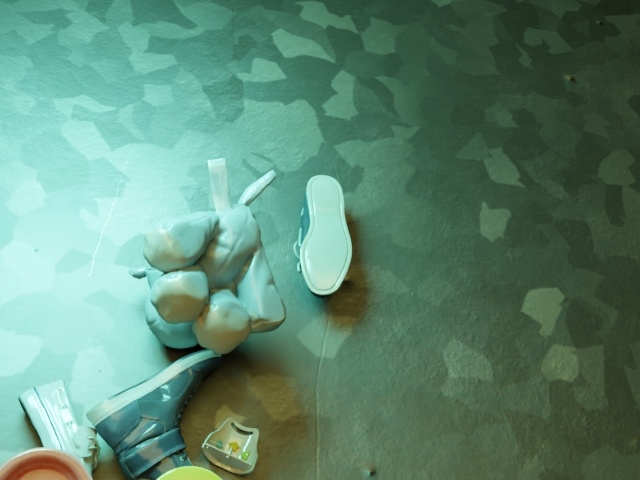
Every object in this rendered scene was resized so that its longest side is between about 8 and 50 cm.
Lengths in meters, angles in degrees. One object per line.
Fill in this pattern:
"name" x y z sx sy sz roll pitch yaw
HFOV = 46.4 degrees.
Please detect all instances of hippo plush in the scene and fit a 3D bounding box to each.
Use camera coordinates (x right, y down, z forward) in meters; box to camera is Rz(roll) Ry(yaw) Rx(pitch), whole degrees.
"hippo plush" -0.213 0.047 1.155 0.234 0.237 0.294 9 66 -44

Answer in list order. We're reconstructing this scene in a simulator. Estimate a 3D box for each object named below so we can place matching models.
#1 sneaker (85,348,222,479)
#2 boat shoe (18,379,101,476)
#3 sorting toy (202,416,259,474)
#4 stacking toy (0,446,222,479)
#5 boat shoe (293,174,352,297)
"sneaker" -0.212 0.272 1.123 0.226 0.086 0.163 -28 77 -37
"boat shoe" -0.353 0.293 1.069 0.076 0.083 0.226 -26 67 -26
"sorting toy" -0.130 0.310 1.143 0.083 0.044 0.075 24 48 3
"stacking toy" -0.282 0.414 0.923 0.309 0.130 0.279 16 57 -12
"boat shoe" 0.000 0.000 1.350 0.095 0.079 0.254 1 55 -11
